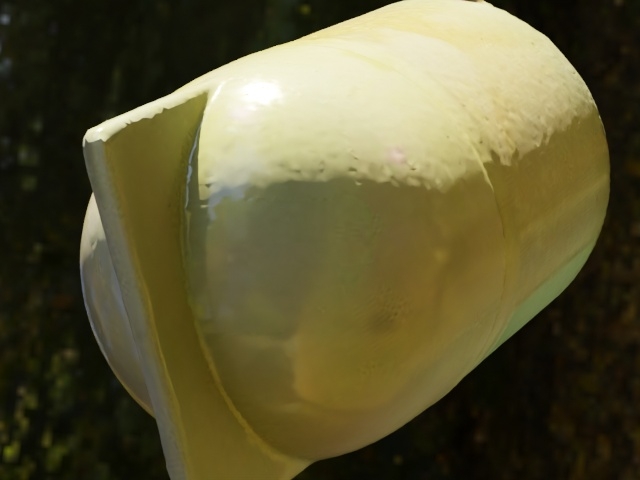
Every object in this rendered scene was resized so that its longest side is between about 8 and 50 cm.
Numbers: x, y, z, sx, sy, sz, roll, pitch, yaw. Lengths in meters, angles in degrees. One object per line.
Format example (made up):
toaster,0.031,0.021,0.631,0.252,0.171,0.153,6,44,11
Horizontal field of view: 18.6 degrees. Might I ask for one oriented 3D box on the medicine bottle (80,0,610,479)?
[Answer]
medicine bottle,0.000,0.000,1.153,0.406,0.235,0.236,-30,-49,-59
